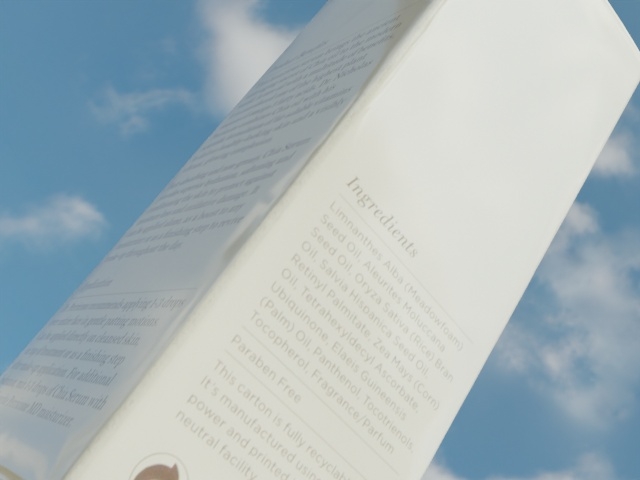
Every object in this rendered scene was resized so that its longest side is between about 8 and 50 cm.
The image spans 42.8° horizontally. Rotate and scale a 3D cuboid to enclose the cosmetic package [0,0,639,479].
[{"bbox_3d":[0.000,0.000,0.529,0.161,0.453,0.230,46,-27,-22],"label":"cosmetic package"}]
